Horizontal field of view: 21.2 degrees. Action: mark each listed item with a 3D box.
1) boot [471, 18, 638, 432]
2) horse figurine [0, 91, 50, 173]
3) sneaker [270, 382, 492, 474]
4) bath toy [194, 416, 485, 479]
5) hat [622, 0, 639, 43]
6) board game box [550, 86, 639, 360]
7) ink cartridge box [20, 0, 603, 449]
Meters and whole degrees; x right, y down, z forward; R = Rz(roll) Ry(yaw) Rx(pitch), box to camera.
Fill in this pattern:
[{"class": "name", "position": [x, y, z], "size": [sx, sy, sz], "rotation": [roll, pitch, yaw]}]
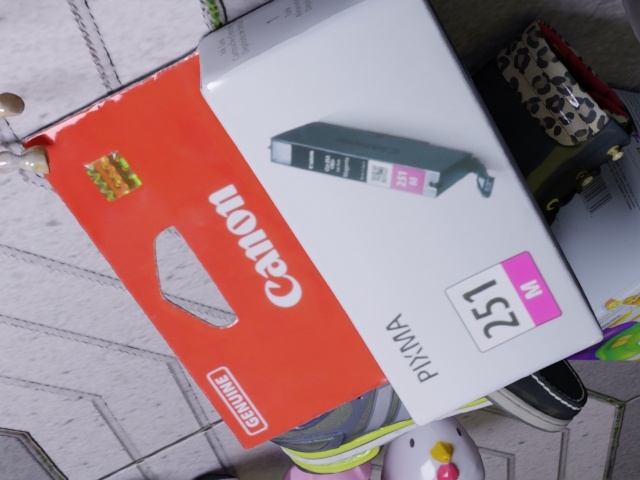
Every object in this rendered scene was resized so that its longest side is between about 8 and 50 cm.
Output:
[{"class": "boot", "position": [0.137, -0.006, 1.081], "size": [0.178, 0.236, 0.085], "rotation": [-38, -170, 20]}, {"class": "horse figurine", "position": [-0.227, -0.043, 0.840], "size": [0.174, 0.066, 0.263], "rotation": [-15, 163, -6]}, {"class": "sneaker", "position": [0.067, 0.089, 1.328], "size": [0.300, 0.111, 0.121], "rotation": [-34, 150, 20]}, {"class": "bath toy", "position": [-0.013, 0.229, 1.530], "size": [0.348, 0.151, 0.129], "rotation": [-16, 120, -16]}, {"class": "hat", "position": [0.321, -0.181, 0.907], "size": [0.331, 0.134, 0.331], "rotation": [3, 127, 4]}, {"class": "board game box", "position": [0.255, -0.004, 1.247], "size": [0.275, 0.144, 0.142], "rotation": [5, 144, -45]}, {"class": "ink cartridge box", "position": [0.000, 0.000, 0.980], "size": [0.239, 0.060, 0.275], "rotation": [-27, 122, 8]}]
